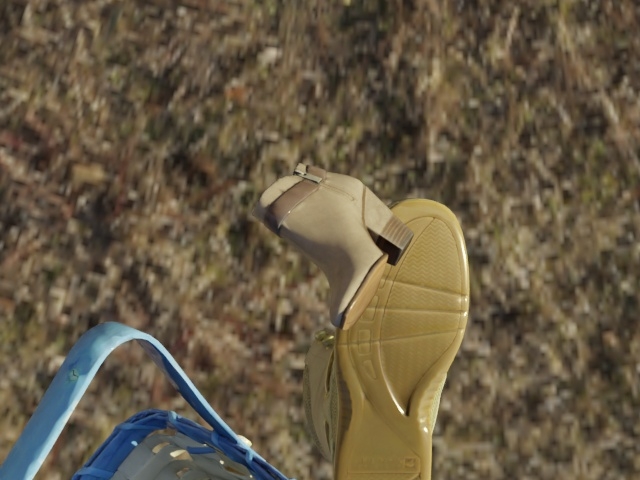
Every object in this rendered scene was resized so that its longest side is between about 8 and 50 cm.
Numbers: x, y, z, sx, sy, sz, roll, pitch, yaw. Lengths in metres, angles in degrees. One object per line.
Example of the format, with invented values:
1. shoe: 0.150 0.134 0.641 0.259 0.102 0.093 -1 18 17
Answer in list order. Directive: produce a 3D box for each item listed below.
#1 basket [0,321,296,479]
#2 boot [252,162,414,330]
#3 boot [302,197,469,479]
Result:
1. basket: -0.118 0.218 1.141 0.201 0.255 0.289 23 161 37
2. boot: 0.000 0.000 1.110 0.087 0.118 0.042 29 123 8
3. boot: 0.044 0.078 1.467 0.095 0.203 0.262 3 103 -8
